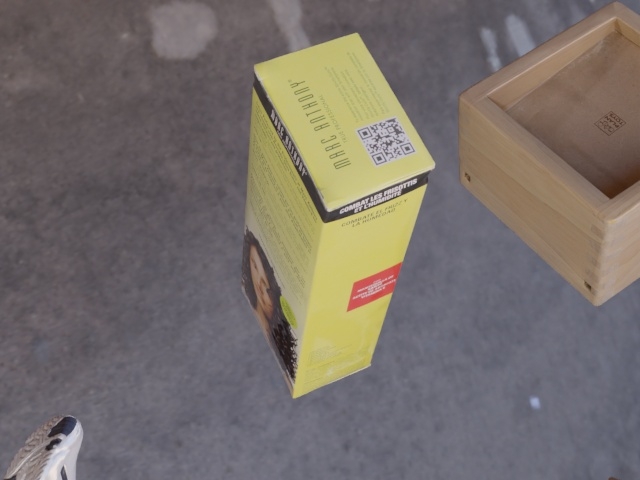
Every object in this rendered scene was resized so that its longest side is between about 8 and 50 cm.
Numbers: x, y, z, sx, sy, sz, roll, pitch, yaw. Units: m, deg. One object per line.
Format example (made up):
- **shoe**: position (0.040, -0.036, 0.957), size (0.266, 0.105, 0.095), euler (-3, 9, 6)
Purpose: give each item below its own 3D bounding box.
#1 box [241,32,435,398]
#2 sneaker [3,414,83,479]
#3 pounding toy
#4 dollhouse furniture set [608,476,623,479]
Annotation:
- **box**: position (0.000, 0.000, 0.582), size (0.058, 0.232, 0.087), euler (-20, 64, -16)
- **sneaker**: position (-0.287, 0.328, 1.238), size (0.153, 0.094, 0.235), euler (31, 65, -34)
- **pounding toy**: position (0.216, -0.041, 0.642), size (0.206, 0.181, 0.094), euler (47, -19, 33)
- **dollhouse furniture set**: position (0.406, 0.515, 1.407), size (0.174, 0.303, 0.355), euler (-24, 112, -36)
